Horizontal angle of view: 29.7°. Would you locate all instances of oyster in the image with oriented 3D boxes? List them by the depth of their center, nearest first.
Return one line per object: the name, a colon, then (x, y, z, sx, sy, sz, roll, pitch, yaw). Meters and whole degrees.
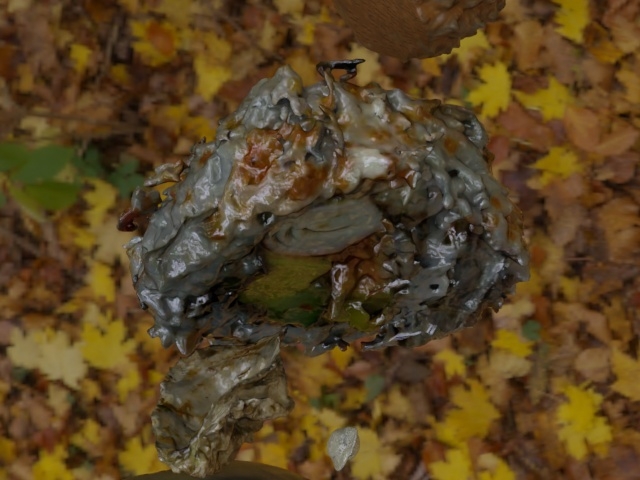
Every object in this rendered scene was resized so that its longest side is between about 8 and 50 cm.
oyster: (-0.074, 0.122, 0.919, 0.105, 0.177, 0.056, -13, 111, 7)

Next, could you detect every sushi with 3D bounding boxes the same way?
sushi: (-0.004, 0.001, 1.213, 0.417, 0.417, 0.175, -36, 53, 37)

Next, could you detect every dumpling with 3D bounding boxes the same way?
dumpling: (0.032, 0.296, 1.705, 0.077, 0.043, 0.059, -24, 49, 39)

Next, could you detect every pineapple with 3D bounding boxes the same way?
pineapple: (0.159, -0.356, 1.215, 0.357, 0.223, 0.223, -43, 52, -13)

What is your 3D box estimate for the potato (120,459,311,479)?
potato: (-0.103, 0.340, 1.265, 0.243, 0.326, 0.221, 139, 133, -60)
